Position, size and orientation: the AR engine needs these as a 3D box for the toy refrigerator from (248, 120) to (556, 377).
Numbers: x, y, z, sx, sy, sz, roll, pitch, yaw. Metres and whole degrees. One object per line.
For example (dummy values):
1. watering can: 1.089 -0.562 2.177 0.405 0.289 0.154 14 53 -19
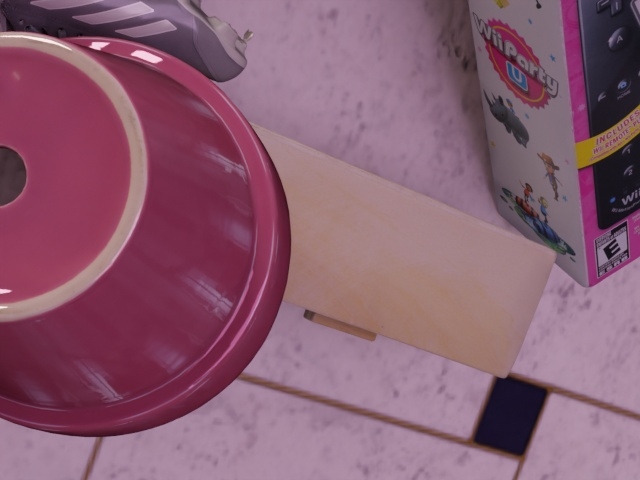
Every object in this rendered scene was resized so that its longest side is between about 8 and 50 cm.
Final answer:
1. toy refrigerator: 0.000 0.000 1.136 0.269 0.102 0.094 22 91 -38

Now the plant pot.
1. plant pot: -0.124 -0.012 0.922 0.201 0.201 0.180 -60 169 -5

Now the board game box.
1. board game box: 0.206 -0.144 1.164 0.224 0.097 0.303 -32 140 -15

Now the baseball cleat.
1. baseball cleat: -0.135 -0.126 1.037 0.206 0.072 0.109 37 95 -32
